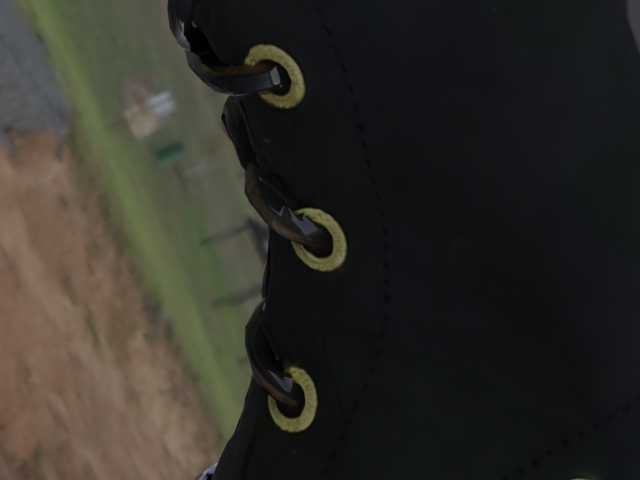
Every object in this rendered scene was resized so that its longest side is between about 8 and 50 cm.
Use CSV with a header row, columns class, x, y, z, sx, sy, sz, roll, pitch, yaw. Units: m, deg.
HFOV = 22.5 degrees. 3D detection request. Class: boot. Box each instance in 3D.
class,x,y,z,sx,sy,sz,roll,pitch,yaw
boot,0.000,0.000,0.378,0.284,0.377,0.138,62,11,-11
